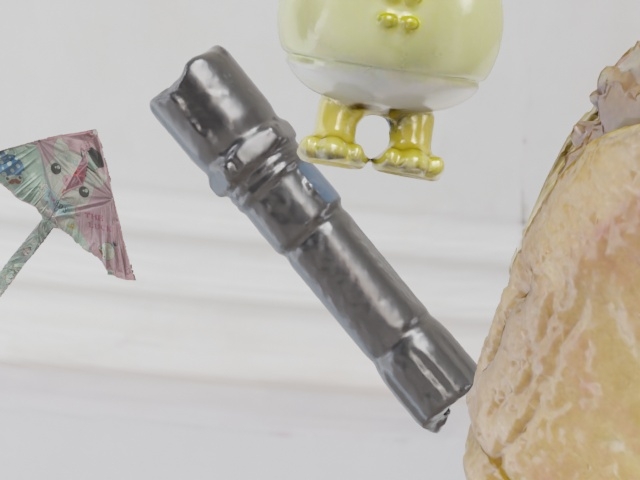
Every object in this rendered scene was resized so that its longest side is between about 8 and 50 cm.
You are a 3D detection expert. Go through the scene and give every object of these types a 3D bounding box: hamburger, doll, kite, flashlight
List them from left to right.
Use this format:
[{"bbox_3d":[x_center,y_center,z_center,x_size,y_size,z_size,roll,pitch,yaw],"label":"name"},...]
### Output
[{"bbox_3d":[-0.177,-0.011,1.077,0.137,0.005,0.152,36,-62,11],"label":"kite"},{"bbox_3d":[0.000,0.000,1.563,0.424,0.103,0.103,51,-47,4],"label":"flashlight"},{"bbox_3d":[0.050,-0.187,1.011,0.141,0.117,0.296,8,-76,1],"label":"doll"},{"bbox_3d":[0.166,0.025,0.768,0.282,0.155,0.245,-15,-82,44],"label":"hamburger"}]
